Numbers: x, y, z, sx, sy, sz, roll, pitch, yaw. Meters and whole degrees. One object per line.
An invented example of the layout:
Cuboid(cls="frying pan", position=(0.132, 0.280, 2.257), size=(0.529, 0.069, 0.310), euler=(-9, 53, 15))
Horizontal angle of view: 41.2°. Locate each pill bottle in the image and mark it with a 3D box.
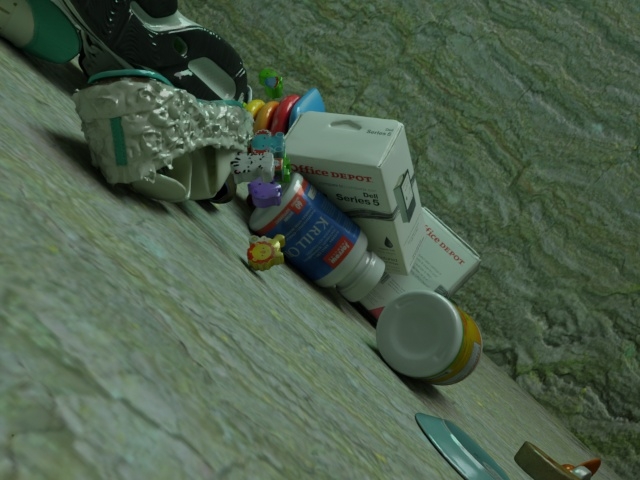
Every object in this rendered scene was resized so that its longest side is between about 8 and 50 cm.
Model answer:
Cuboid(cls="pill bottle", position=(0.000, 0.000, 1.419), size=(0.221, 0.124, 0.124), euler=(40, 5, -16))
Cuboid(cls="pill bottle", position=(0.190, 0.168, 1.405), size=(0.136, 0.136, 0.246), euler=(45, 5, 25))

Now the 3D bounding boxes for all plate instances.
Cuboid(cls="plate", position=(0.200, 0.287, 1.114), size=(0.188, 0.024, 0.188), euler=(42, 4, -3))

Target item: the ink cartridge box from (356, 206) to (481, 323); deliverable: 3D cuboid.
Cuboid(cls="ink cartridge box", position=(0.172, 0.066, 1.610), size=(0.158, 0.218, 0.092), euler=(44, -7, 17))

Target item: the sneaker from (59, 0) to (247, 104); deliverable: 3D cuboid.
Cuboid(cls="sneaker", position=(-0.327, -0.321, 1.267), size=(0.258, 0.169, 0.447), euler=(8, -24, 34))

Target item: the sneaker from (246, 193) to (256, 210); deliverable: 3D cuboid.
Cuboid(cls="sneaker", position=(-0.071, -0.048, 1.650), size=(0.128, 0.087, 0.221), euler=(50, 14, -20))

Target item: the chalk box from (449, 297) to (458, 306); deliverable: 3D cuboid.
Cuboid(cls="chalk box", position=(0.150, 0.098, 1.753), size=(0.213, 0.132, 0.132), euler=(40, 7, -23))

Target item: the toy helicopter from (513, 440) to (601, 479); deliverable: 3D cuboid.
Cuboid(cls="toy helicopter", position=(0.405, 0.385, 1.277), size=(0.355, 0.140, 0.235), euler=(37, 5, -28))

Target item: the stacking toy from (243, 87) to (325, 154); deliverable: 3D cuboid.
Cuboid(cls="stacking toy", position=(-0.153, -0.204, 1.605), size=(0.302, 0.175, 0.165), euler=(10, 29, 13))

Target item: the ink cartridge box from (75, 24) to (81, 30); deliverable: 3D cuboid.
Cuboid(cls="ink cartridge box", position=(-0.520, -0.558, 1.924), size=(0.092, 0.160, 0.219), euler=(45, 6, 29))

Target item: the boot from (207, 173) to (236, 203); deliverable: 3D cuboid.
Cuboid(cls="boot", position=(-0.203, -0.137, 1.242), size=(0.219, 0.082, 0.106), euler=(43, 2, -13))

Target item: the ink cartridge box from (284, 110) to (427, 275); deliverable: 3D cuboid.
Cuboid(cls="ink cartridge box", position=(0.060, -0.079, 1.487), size=(0.199, 0.114, 0.272), euler=(10, -38, 27))

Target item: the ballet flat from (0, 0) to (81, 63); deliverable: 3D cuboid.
Cuboid(cls="ballet flat", position=(-0.428, -0.317, 1.127), size=(0.247, 0.083, 0.087), euler=(43, 29, 10))

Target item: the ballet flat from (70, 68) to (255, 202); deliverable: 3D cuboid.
Cuboid(cls="ballet flat", position=(-0.178, -0.110, 1.040), size=(0.147, 0.147, 0.409), euler=(43, 10, 8))

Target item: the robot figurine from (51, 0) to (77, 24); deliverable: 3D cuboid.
Cuboid(cls="robot figurine", position=(-0.494, -0.488, 1.487), size=(0.209, 0.173, 0.278), euler=(-17, 52, -43))

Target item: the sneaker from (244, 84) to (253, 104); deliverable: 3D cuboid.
Cuboid(cls="sneaker", position=(-0.257, -0.336, 2.021), size=(0.099, 0.153, 0.282), euler=(-4, 40, -42))

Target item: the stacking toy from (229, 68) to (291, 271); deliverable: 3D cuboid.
Cuboid(cls="stacking toy", position=(-0.073, -0.095, 1.111), size=(0.167, 0.052, 0.221), euler=(86, 5, -48))
